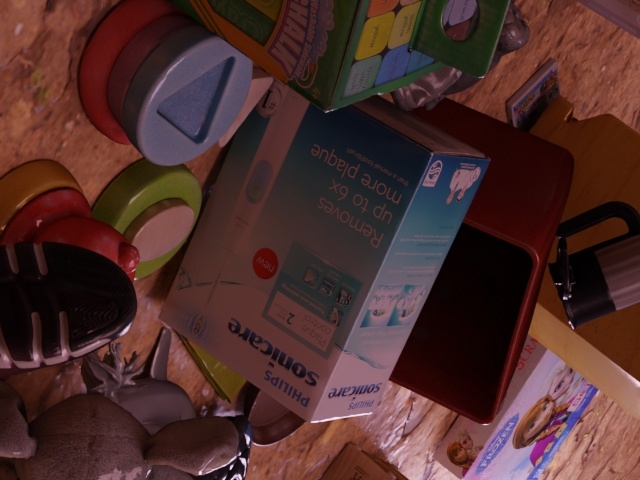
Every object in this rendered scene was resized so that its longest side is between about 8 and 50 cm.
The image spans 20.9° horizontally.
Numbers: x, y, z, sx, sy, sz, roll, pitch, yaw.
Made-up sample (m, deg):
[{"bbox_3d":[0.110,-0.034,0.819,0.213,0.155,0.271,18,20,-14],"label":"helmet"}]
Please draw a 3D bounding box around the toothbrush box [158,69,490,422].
[{"bbox_3d":[0.000,0.000,1.726,0.126,0.216,0.295,0,119,-57],"label":"toothbrush box"}]

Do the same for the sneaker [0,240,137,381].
[{"bbox_3d":[-0.289,0.086,1.464,0.281,0.106,0.162,-8,157,-3],"label":"sneaker"}]

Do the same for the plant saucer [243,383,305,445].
[{"bbox_3d":[-0.036,0.172,2.097,0.168,0.029,0.168,-37,148,-28],"label":"plant saucer"}]

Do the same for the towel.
[{"bbox_3d":[-0.101,0.097,1.917,0.102,0.021,0.237,-45,152,-12],"label":"towel"}]

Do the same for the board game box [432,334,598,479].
[{"bbox_3d":[0.344,0.230,2.712,0.318,0.066,0.318,-58,152,10],"label":"board game box"}]

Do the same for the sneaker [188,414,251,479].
[{"bbox_3d":[-0.184,0.290,1.922,0.341,0.140,0.125,-48,149,-53],"label":"sneaker"}]

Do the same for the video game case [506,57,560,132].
[{"bbox_3d":[0.271,-0.165,2.195,0.087,0.011,0.122,-44,152,-15],"label":"video game case"}]

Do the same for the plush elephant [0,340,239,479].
[{"bbox_3d":[-0.214,0.240,1.592,0.255,0.272,0.330,109,-15,-82],"label":"plush elephant"}]

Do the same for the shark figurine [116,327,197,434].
[{"bbox_3d":[-0.196,0.202,1.797,0.278,0.116,0.166,-21,138,-48],"label":"shark figurine"}]

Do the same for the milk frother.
[{"bbox_3d":[0.332,0.031,1.991,0.135,0.129,0.143,-22,-165,7],"label":"milk frother"}]

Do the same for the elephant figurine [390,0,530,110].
[{"bbox_3d":[0.073,-0.216,1.705,0.239,0.169,0.186,-14,95,-42],"label":"elephant figurine"}]

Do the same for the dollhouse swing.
[{"bbox_3d":[0.392,0.041,2.266,0.315,0.347,0.305,-54,161,8],"label":"dollhouse swing"}]

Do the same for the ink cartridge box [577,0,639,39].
[{"bbox_3d":[0.404,-0.294,1.942,0.066,0.296,0.261,-47,153,-11],"label":"ink cartridge box"}]

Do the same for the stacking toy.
[{"bbox_3d":[-0.136,-0.054,1.568,0.309,0.130,0.279,-57,152,9],"label":"stacking toy"}]

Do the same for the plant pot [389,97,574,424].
[{"bbox_3d":[0.141,-0.006,1.939,0.236,0.267,0.267,-49,158,-44],"label":"plant pot"}]

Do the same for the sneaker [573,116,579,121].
[{"bbox_3d":[0.321,-0.124,2.298,0.035,0.031,0.083,-21,139,-45],"label":"sneaker"}]

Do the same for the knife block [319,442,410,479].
[{"bbox_3d":[0.020,0.407,2.396,0.242,0.088,0.276,-52,153,0],"label":"knife block"}]

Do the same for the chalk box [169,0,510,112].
[{"bbox_3d":[0.026,-0.234,1.432,0.179,0.289,0.180,-25,141,-43],"label":"chalk box"}]
